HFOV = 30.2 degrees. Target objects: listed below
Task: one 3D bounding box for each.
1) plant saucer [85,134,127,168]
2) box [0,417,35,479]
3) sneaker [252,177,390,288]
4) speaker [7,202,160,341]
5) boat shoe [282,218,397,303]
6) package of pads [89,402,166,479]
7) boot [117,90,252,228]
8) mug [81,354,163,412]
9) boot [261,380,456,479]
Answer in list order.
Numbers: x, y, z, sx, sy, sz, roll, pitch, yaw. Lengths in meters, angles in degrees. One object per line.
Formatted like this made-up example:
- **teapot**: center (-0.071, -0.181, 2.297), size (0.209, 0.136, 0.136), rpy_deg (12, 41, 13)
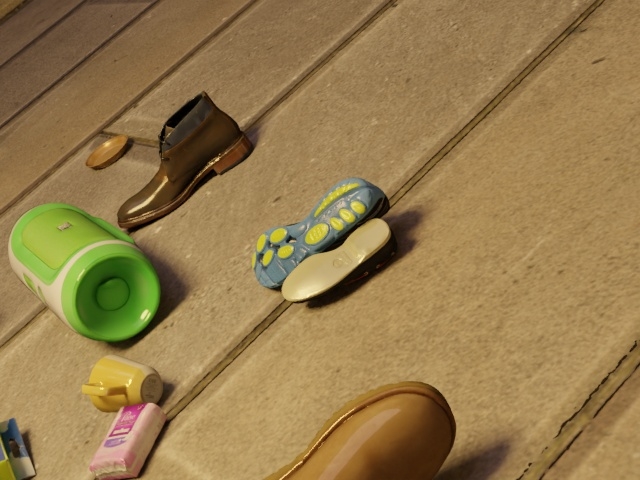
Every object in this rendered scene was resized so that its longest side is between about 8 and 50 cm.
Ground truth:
- **plant saucer**: center (-0.347, -0.142, 1.942), size (0.083, 0.015, 0.083), rpy_deg (-26, 27, 15)
- **box**: center (-0.409, 0.241, 1.277), size (0.178, 0.042, 0.109), rpy_deg (-20, 38, -17)
- **sneaker**: center (0.000, 0.000, 1.295), size (0.188, 0.078, 0.067), rpy_deg (-35, 61, 28)
- **speaker**: center (-0.303, 0.034, 1.491), size (0.131, 0.131, 0.296), rpy_deg (-41, 28, -14)
- **boat shoe**: center (0.022, 0.029, 1.243), size (0.133, 0.042, 0.049), rpy_deg (-33, 53, 2)
- **package of pads**: center (-0.194, 0.204, 1.199), size (0.050, 0.032, 0.083), rpy_deg (-12, 34, 31)
- **boot**: center (-0.212, -0.113, 1.650), size (0.219, 0.106, 0.082), rpy_deg (-35, 27, -4)
- **mug**: center (-0.206, 0.159, 1.256), size (0.064, 0.062, 0.078), rpy_deg (2, 33, 36)
- **boot**: center (0.012, 0.226, 0.820), size (0.236, 0.089, 0.269), rpy_deg (-40, 12, 7)
